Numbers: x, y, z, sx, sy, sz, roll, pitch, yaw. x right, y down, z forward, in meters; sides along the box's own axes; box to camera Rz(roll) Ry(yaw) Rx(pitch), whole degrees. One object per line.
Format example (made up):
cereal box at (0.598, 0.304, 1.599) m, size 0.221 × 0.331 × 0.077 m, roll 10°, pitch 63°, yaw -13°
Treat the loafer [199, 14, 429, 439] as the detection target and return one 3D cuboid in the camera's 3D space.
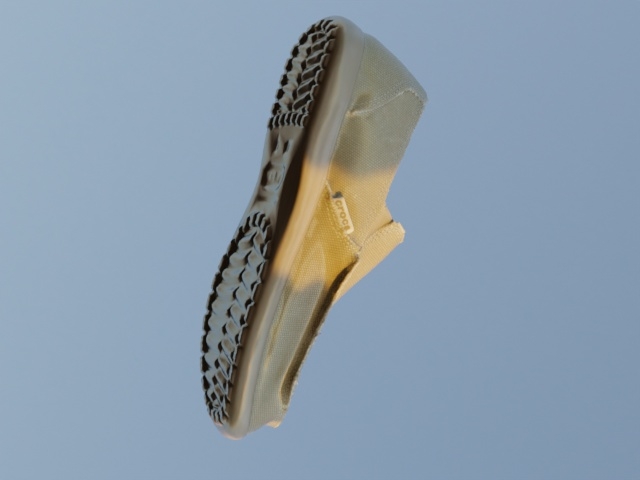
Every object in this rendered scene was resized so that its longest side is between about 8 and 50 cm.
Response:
loafer at (0.000, 0.000, 0.979) m, size 0.102 × 0.092 × 0.268 m, roll -148°, pitch -105°, yaw -69°
